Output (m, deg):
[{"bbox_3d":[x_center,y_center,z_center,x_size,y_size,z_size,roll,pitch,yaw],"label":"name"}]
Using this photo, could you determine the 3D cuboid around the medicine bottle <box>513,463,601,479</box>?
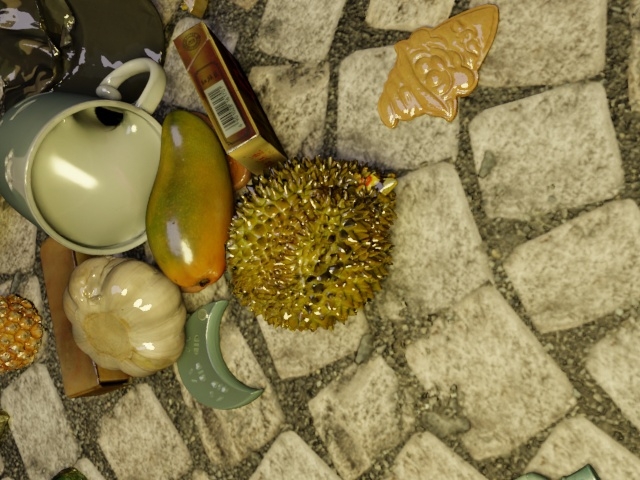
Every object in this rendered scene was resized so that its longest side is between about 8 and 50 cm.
[{"bbox_3d":[0.289,0.374,0.948,0.209,0.054,0.090,-34,69,16],"label":"medicine bottle"}]

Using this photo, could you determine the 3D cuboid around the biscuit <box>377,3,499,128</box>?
[{"bbox_3d":[0.187,-0.278,1.093,0.250,0.035,0.162,-45,72,11],"label":"biscuit"}]

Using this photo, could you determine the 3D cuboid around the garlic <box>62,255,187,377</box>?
[{"bbox_3d":[-0.326,0.124,1.170,0.228,0.152,0.227,13,122,21],"label":"garlic"}]

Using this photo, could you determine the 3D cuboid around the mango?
[{"bbox_3d":[-0.209,-0.064,1.135,0.129,0.146,0.288,-20,62,62],"label":"mango"}]

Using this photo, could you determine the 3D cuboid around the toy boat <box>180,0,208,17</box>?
[{"bbox_3d":[-0.287,-0.516,1.323,0.088,0.068,0.225,-37,73,22],"label":"toy boat"}]

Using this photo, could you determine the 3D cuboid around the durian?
[{"bbox_3d":[-0.008,0.000,1.044,0.258,0.258,0.292,17,81,26],"label":"durian"}]

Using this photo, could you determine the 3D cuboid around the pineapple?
[{"bbox_3d":[-0.662,0.184,1.365,0.176,0.137,0.161,33,98,24],"label":"pineapple"}]

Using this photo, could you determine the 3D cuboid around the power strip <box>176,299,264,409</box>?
[{"bbox_3d":[-0.190,0.197,1.197,0.137,0.044,0.215,-33,72,19],"label":"power strip"}]

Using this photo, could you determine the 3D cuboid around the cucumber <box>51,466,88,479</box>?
[{"bbox_3d":[-0.508,0.594,1.266,0.145,0.105,0.325,18,89,26],"label":"cucumber"}]

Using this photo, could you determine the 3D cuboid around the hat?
[{"bbox_3d":[-0.498,-0.418,1.379,0.382,0.257,0.366,6,114,-10],"label":"hat"}]

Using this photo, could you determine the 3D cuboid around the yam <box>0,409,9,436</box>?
[{"bbox_3d":[-0.668,0.390,1.394,0.043,0.043,0.094,31,98,25],"label":"yam"}]

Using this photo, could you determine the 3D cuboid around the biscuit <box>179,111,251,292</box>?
[{"bbox_3d":[-0.207,-0.080,1.237,0.206,0.049,0.323,-23,75,20],"label":"biscuit"}]

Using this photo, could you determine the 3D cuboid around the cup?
[{"bbox_3d":[-0.407,-0.175,1.217,0.275,0.259,0.356,20,77,46],"label":"cup"}]

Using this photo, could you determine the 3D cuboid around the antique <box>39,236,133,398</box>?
[{"bbox_3d":[-0.443,0.133,1.294,0.088,0.093,0.309,-23,75,21],"label":"antique"}]

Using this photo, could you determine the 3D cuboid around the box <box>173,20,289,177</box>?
[{"bbox_3d":[-0.148,-0.233,1.171,0.071,0.159,0.240,-31,71,11],"label":"box"}]
